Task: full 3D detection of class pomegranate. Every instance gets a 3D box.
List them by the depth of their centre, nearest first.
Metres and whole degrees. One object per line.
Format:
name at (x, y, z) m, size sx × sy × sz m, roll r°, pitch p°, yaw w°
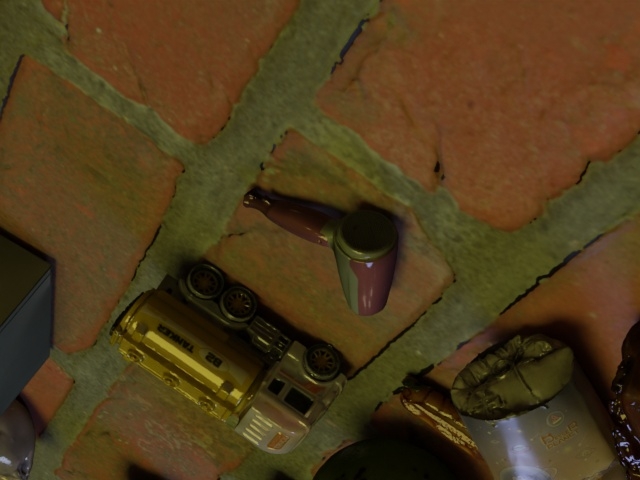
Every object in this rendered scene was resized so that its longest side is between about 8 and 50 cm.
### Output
pomegranate at (0.052, 0.311, 1.229) m, size 0.181 × 0.224 × 0.181 m, roll 30°, pitch 148°, yaw 22°

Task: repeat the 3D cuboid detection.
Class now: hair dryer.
hair dryer at (-0.002, -0.005, 1.056) m, size 0.154 × 0.054 × 0.106 m, roll 34°, pitch 152°, yaw 19°

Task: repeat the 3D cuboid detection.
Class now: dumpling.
dumpling at (-0.475, 0.266, 1.716) m, size 0.136 × 0.118 × 0.199 m, roll 11°, pitch 118°, yaw 28°

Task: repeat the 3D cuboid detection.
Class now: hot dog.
hot dog at (0.128, 0.171, 1.164) m, size 0.122 × 0.037 × 0.049 m, roll 37°, pitch 158°, yaw 6°

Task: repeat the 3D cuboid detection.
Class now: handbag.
handbag at (0.187, 0.154, 1.041) m, size 0.117 × 0.095 × 0.173 m, roll -23°, pitch 123°, yaw 14°

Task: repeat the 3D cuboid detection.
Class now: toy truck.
toy truck at (-0.094, 0.122, 1.215) m, size 0.227 × 0.114 × 0.098 m, roll 34°, pitch 146°, yaw 0°

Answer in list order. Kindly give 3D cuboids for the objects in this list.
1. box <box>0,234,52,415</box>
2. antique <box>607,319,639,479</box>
box at (-0.443, 0.066, 1.437) m, size 0.225 × 0.117 × 0.225 m, roll 30°, pitch 146°, yaw 7°
antique at (0.316, 0.194, 0.988) m, size 0.093 × 0.087 × 0.310 m, roll 4°, pitch 136°, yaw 38°
